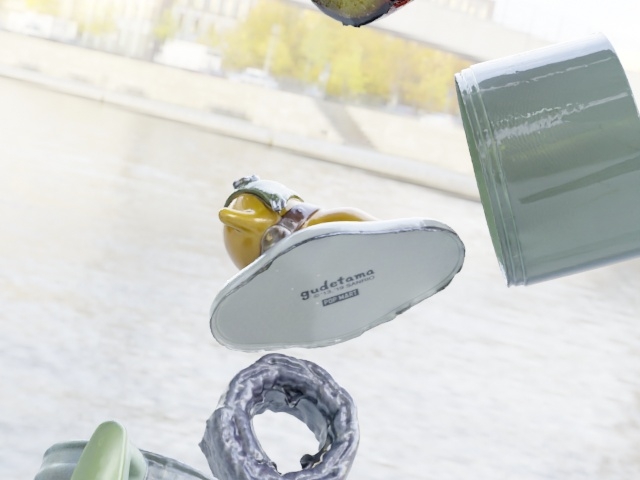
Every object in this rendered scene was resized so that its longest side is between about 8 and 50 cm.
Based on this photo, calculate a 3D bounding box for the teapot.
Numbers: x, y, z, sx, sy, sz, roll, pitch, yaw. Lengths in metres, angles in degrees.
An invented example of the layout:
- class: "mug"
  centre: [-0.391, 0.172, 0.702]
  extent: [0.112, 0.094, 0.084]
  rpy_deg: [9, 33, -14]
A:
- class: "teapot"
  centre: [-0.090, 0.130, 0.522]
  extent: [0.092, 0.090, 0.124]
  rpy_deg: [-5, -34, 30]

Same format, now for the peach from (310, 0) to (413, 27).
- class: "peach"
  centre: [0.047, -0.251, 1.050]
  extent: [0.092, 0.127, 0.172]
  rpy_deg: [-33, 4, -34]

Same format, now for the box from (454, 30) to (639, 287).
- class: "box"
  centre: [0.229, -0.077, 1.271]
  extent: [0.149, 0.226, 0.226]
  rpy_deg: [-14, 3, 5]

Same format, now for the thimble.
- class: "thimble"
  centre: [-0.037, 0.192, 1.241]
  extent: [0.150, 0.150, 0.098]
  rpy_deg: [12, -30, -5]

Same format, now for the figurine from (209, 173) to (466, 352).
- class: "figurine"
  centre: [0.000, 0.000, 1.253]
  extent: [0.250, 0.166, 0.141]
  rpy_deg: [-11, 49, -11]
